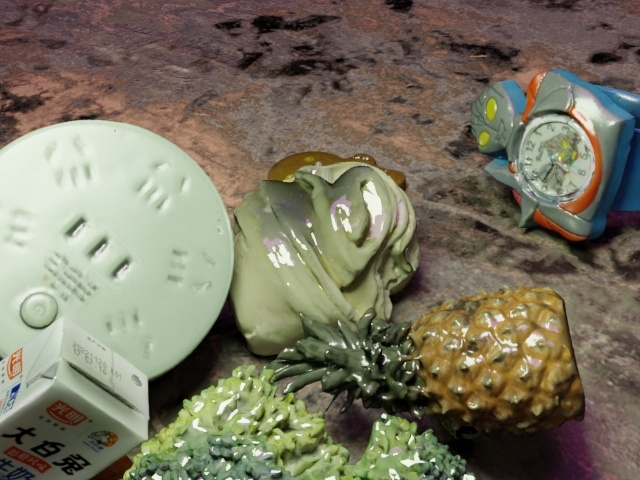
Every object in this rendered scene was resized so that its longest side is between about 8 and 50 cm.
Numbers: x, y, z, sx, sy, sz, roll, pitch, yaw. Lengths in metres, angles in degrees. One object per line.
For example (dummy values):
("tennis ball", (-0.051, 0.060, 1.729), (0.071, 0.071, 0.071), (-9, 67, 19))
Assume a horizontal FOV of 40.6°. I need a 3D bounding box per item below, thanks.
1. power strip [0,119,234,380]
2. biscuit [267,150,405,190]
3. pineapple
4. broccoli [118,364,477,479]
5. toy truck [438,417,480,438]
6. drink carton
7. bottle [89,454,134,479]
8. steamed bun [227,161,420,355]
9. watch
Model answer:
("power strip", (-0.278, 0.019, 1.095), (0.358, 0.161, 0.357), (5, 75, -18))
("biscuit", (0.020, -0.099, 1.465), (0.236, 0.039, 0.180), (12, 42, 25))
("pineapple", (0.106, 0.138, 0.945), (0.341, 0.169, 0.169), (-7, 36, 13))
("broccoli", (-0.037, 0.243, 0.849), (0.375, 0.249, 0.302), (-12, 40, 1))
("toy truck", (0.202, 0.161, 1.062), (0.169, 0.077, 0.100), (-28, 45, -24))
("drink carton", (-0.336, 0.220, 0.906), (0.315, 0.130, 0.106), (-36, 36, 14))
("bottle", (-0.282, 0.247, 1.028), (0.069, 0.069, 0.187), (-29, 41, -27))
("steamed bun", (0.000, 0.000, 1.200), (0.275, 0.206, 0.320), (3, 42, 9))
("watch", (0.399, -0.156, 1.357), (0.274, 0.241, 0.305), (-13, 36, -37))
